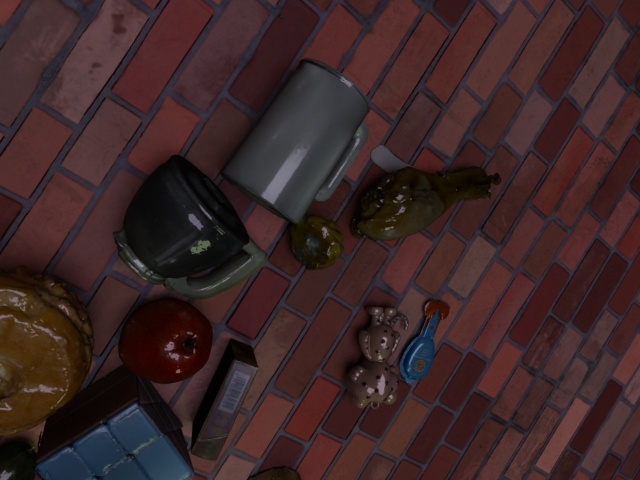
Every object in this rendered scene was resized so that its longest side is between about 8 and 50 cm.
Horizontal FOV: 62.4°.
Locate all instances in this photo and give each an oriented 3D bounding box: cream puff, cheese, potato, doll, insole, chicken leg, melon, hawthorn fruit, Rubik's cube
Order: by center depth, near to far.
[{"bbox_3d":[-0.614,0.201,1.025,0.327,0.231,0.342,-25,115,-10],"label":"cream puff"},{"bbox_3d":[-0.676,0.499,1.123,0.167,0.114,0.114,-43,112,-8],"label":"melon"},{"bbox_3d":[-0.319,0.218,1.146,0.197,0.225,0.196,4,85,-41],"label":"hawthorn fruit"},{"bbox_3d":[-0.440,0.442,1.146,0.225,0.221,0.231,-32,110,-13],"label":"Rubik's cube"},{"bbox_3d":[0.000,0.000,1.291,0.116,0.146,0.146,-29,115,-55],"label":"cream puff"},{"bbox_3d":[0.283,-0.110,1.368,0.429,0.153,0.201,-17,124,-23],"label":"chicken leg"},{"bbox_3d":[-0.120,0.712,1.385,0.202,0.117,0.182,-13,108,-19],"label":"potato"},{"bbox_3d":[0.207,-0.182,1.390,0.197,0.004,0.065,32,88,-23],"label":"insole"},{"bbox_3d":[0.156,0.312,1.419,0.154,0.119,0.278,16,85,-24],"label":"doll"},{"bbox_3d":[0.296,0.289,1.503,0.106,0.037,0.256,20,91,-25],"label":"cheese"}]

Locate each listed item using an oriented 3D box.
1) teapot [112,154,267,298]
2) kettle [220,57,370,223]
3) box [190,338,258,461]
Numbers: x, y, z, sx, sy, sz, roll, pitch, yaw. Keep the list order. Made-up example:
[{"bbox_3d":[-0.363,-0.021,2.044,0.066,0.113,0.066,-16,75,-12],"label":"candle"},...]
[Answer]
[{"bbox_3d":[-0.294,-0.015,1.150,0.239,0.321,0.239,-38,72,6],"label":"teapot"},{"bbox_3d":[-0.030,-0.202,1.189,0.265,0.205,0.318,34,85,-21],"label":"kettle"},{"bbox_3d":[-0.229,0.370,1.250,0.071,0.159,0.240,24,92,-16],"label":"box"}]
